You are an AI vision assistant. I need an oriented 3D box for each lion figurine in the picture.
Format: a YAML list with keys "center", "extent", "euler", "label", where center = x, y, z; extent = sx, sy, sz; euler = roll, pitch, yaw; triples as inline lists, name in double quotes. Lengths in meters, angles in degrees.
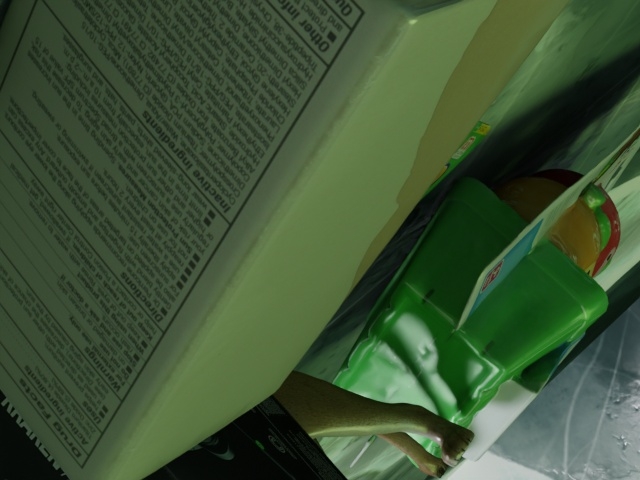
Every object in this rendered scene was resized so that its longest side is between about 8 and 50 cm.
- center: [-0.049, 0.175, 1.184]
  extent: [0.142, 0.240, 0.392]
  euler: [-65, 168, 17]
  label: "lion figurine"

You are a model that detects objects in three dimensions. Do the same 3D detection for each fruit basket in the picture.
- center: [0.184, 0.027, 1.396]
  extent: [0.353, 0.165, 0.327]
  euler: [-34, 165, -35]
  label: "fruit basket"

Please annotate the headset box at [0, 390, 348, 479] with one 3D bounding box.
- center: [-0.091, 0.140, 0.849]
  extent: [0.131, 0.246, 0.283]
  euler: [-45, 166, 7]
  label: "headset box"

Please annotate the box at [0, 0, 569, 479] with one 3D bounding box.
- center: [-0.041, -0.046, 0.637]
  extent: [0.121, 0.148, 0.311]
  euler: [-28, 163, -41]
  label: "box"

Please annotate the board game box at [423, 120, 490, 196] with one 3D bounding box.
- center: [0.000, 0.000, 1.097]
  extent: [0.259, 0.039, 0.124]
  euler: [-41, 167, 14]
  label: "board game box"
